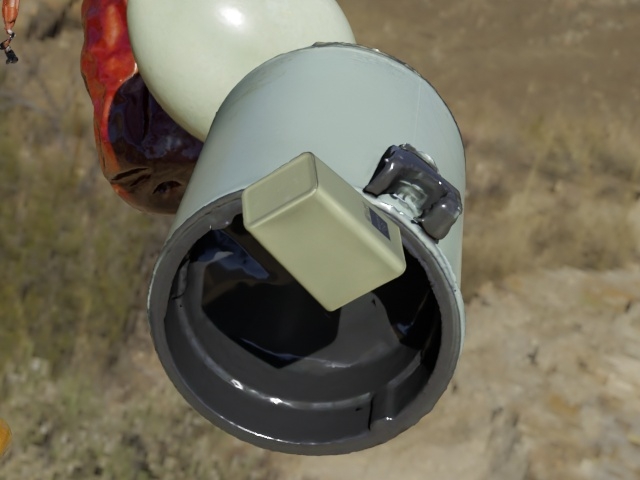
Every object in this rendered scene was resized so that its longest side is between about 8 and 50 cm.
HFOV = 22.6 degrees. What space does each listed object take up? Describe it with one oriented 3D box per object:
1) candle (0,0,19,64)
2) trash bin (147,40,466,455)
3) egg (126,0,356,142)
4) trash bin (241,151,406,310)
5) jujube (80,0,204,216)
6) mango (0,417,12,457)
[{"bbox_3d":[-0.309,-0.256,1.606,0.026,0.167,0.021,5,-13,-9],"label":"candle"},{"bbox_3d":[0.000,0.000,1.192,0.217,0.277,0.262,39,25,-13],"label":"trash bin"},{"bbox_3d":[-0.071,-0.177,1.489,0.253,0.186,0.186,33,11,-27],"label":"egg"},{"bbox_3d":[0.000,-0.005,0.964,0.092,0.061,0.043,41,29,-41],"label":"trash bin"},{"bbox_3d":[-0.177,-0.196,1.839,0.216,0.216,0.342,8,65,-23],"label":"jujube"},{"bbox_3d":[-0.365,0.219,1.655,0.080,0.060,0.114,37,46,20],"label":"mango"}]
